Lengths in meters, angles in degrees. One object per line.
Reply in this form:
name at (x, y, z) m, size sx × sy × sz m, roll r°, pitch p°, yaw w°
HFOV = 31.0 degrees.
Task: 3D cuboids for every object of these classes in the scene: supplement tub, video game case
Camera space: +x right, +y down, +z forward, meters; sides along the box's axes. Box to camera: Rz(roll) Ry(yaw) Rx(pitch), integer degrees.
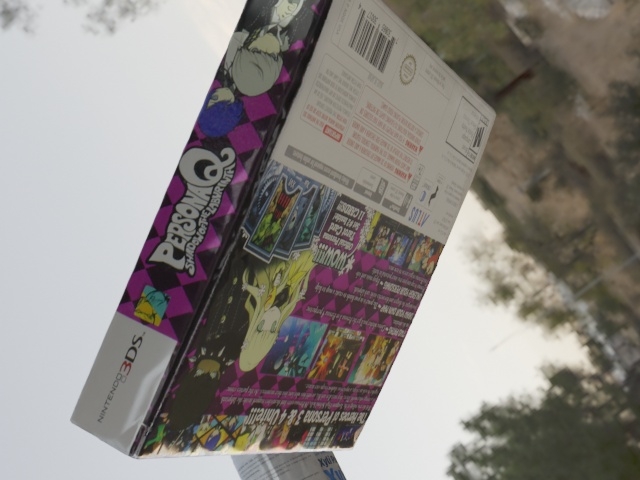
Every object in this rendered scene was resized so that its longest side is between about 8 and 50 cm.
supplement tub at (-0.016, 0.180, 0.833) m, size 0.107 × 0.071 × 0.071 m, roll 63°, pitch -166°, yaw 16°
video game case at (0.000, 0.000, 0.550) m, size 0.042 × 0.210 × 0.232 m, roll 23°, pitch -178°, yaw 25°
